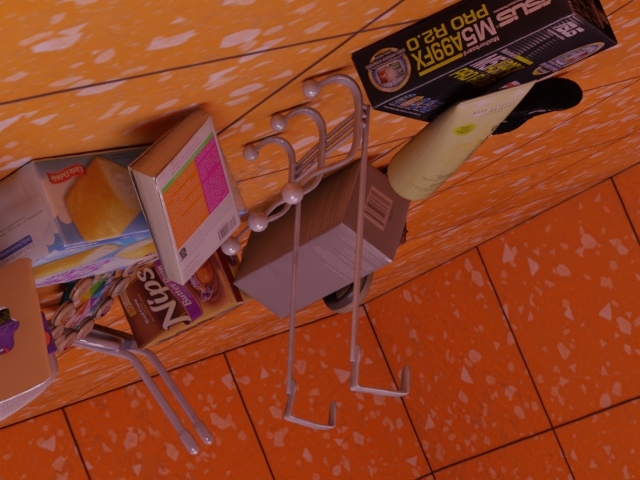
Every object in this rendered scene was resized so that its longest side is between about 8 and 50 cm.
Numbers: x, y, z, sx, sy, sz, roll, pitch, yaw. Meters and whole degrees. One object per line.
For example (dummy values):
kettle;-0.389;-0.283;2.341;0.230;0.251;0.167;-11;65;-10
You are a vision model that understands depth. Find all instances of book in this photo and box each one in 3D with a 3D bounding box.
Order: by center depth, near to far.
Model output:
book;-0.123;-0.040;1.610;0.096;0.035;0.144;-47;143;-31

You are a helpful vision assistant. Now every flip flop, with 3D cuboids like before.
flip flop;0.077;0.003;2.395;0.112;0.080;0.277;-35;-154;41

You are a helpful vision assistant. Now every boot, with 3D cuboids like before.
boot;0.277;-0.175;2.267;0.121;0.045;0.099;-13;169;-15

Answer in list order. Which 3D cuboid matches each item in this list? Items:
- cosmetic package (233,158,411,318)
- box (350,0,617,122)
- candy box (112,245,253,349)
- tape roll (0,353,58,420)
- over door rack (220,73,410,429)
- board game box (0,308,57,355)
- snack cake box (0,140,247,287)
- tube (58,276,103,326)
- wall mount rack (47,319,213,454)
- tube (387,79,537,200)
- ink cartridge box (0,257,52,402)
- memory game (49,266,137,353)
cosmetic package;0.000;0.000;2.311;0.238;0.107;0.127;-30;-148;45
box;0.172;-0.192;1.718;0.216;0.060;0.270;-23;173;16
candy box;-0.195;0.070;2.399;0.186;0.109;0.053;-27;172;30
tape roll;-0.462;0.163;1.751;0.392;0.072;0.392;-17;-169;3
over door rack;-0.016;0.021;1.728;0.108;0.324;0.239;-4;168;-19
board game box;-0.404;0.106;1.643;0.208;0.056;0.347;-26;-166;-22
snack cake box;-0.218;-0.023;1.668;0.152;0.089;0.264;-28;171;37
tube;-0.310;0.064;2.252;0.080;0.052;0.207;-34;173;-23
wall mount rack;-0.294;0.200;2.463;0.304;0.130;0.350;16;179;3
tube;0.138;-0.108;1.790;0.070;0.062;0.240;-64;-172;-26
ink cartridge box;-0.411;0.087;1.395;0.353;0.119;0.207;-22;-146;-2
memory game;-0.290;0.075;2.176;0.186;0.012;0.186;-50;170;-12
